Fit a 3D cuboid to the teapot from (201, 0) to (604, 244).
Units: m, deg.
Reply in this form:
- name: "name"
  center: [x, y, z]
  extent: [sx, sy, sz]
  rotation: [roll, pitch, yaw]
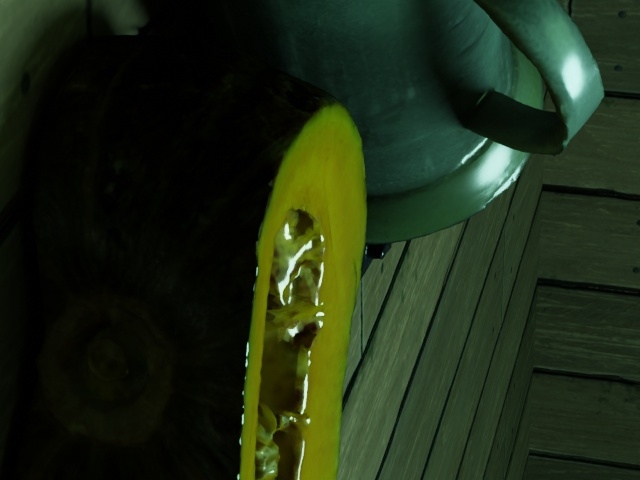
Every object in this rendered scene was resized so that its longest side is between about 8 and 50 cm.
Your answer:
- name: "teapot"
  center: [0.035, -0.143, 0.995]
  extent: [0.200, 0.270, 0.337]
  rotation: [-47, 156, -13]

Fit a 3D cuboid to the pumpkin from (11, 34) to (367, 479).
- name: "pumpkin"
  center: [-0.061, 0.054, 0.945]
  extent: [0.222, 0.139, 0.317]
  rotation: [-20, 113, -72]

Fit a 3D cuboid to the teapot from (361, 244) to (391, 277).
- name: "teapot"
  center: [0.000, 0.000, 1.261]
  extent: [0.177, 0.096, 0.087]
  rotation: [-52, 146, -66]
